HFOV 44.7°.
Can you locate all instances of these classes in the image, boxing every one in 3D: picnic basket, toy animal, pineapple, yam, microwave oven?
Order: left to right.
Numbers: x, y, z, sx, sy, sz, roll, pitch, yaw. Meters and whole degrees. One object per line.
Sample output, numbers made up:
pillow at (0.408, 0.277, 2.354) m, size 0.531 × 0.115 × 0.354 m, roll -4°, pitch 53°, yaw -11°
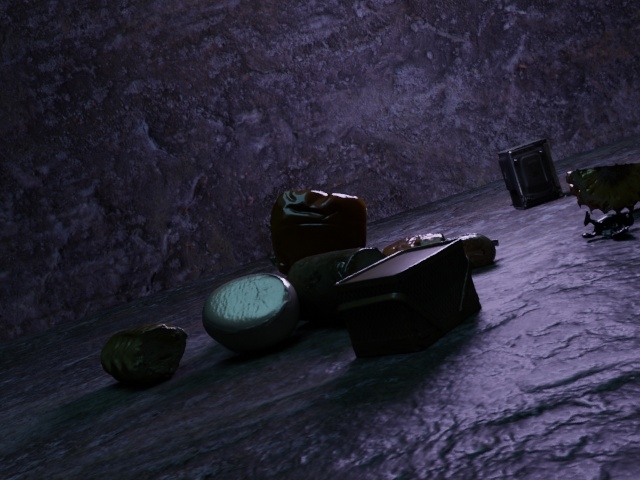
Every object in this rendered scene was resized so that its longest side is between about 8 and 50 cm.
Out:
yam at (0.037, 0.105, 1.770) m, size 0.168 × 0.168 × 0.304 m, roll -22°, pitch 8°, yaw -36°
picnic basket at (0.164, 0.102, 1.439) m, size 0.165 × 0.139 × 0.266 m, roll -14°, pitch 7°, yaw 41°
microwave oven at (0.702, -0.222, 2.607) m, size 0.163 × 0.205 × 0.129 m, roll -20°, pitch 5°, yaw -3°
toy animal at (0.641, -0.034, 1.736) m, size 0.108 × 0.062 × 0.220 m, roll 1°, pitch 8°, yaw 10°
pineapple at (0.727, -0.121, 1.928) m, size 0.233 × 0.135 × 0.079 m, roll -9°, pitch -3°, yaw 6°

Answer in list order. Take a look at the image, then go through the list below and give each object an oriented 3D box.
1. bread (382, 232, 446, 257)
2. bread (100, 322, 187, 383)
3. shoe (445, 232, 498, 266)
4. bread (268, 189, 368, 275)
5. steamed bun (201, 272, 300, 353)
bread at (0.204, 0.064, 1.790) m, size 0.134 × 0.129 × 0.260 m, roll -21°, pitch 4°, yaw -16°
bread at (-0.427, 0.267, 1.849) m, size 0.152 × 0.130 × 0.267 m, roll -27°, pitch 8°, yaw -34°
shoe at (0.349, 0.023, 1.908) m, size 0.180 × 0.089 × 0.092 m, roll -12°, pitch 8°, yaw 30°
bread at (0.000, 0.000, 2.080) m, size 0.279 × 0.250 × 0.225 m, roll 3°, pitch -16°, yaw -7°
steamed bun at (-0.151, 0.171, 1.751) m, size 0.228 × 0.131 × 0.177 m, roll -9°, pitch 45°, yaw 18°
